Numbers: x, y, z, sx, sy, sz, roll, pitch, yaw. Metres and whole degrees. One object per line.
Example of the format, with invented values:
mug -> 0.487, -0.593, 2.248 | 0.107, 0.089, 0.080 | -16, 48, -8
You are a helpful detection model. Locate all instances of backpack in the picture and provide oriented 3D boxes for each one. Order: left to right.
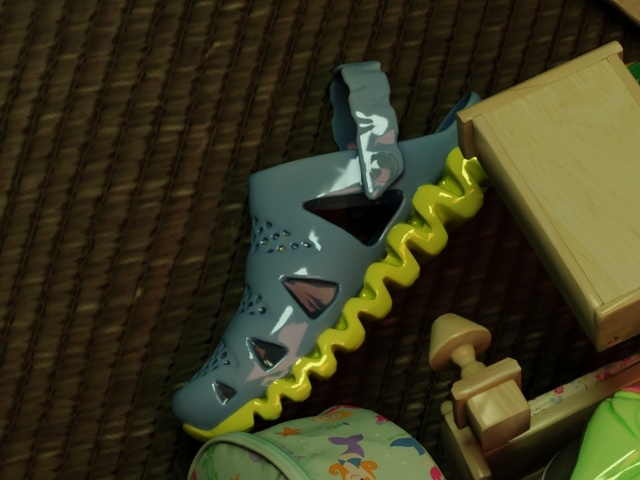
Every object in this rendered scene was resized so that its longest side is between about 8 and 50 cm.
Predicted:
backpack -> -0.003, 0.234, 1.146 | 0.191, 0.225, 0.254 | -6, 100, -26

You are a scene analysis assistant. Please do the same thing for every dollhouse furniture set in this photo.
dollhouse furniture set -> 0.204, 0.042, 1.267 | 0.303, 0.355, 0.174 | -24, 60, -7

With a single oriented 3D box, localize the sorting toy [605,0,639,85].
sorting toy -> 0.254, -0.230, 1.384 | 0.132, 0.046, 0.274 | 34, 80, -21

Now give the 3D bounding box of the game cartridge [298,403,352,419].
game cartridge -> -0.047, 0.260, 1.279 | 0.294, 0.060, 0.196 | -41, 104, -16

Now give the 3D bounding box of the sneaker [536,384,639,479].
sneaker -> 0.208, 0.266, 1.257 | 0.202, 0.185, 0.483 | -35, 140, -3

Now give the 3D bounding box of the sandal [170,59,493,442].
sandal -> 0.000, 0.000, 1.257 | 0.138, 0.126, 0.317 | 41, 74, -3
